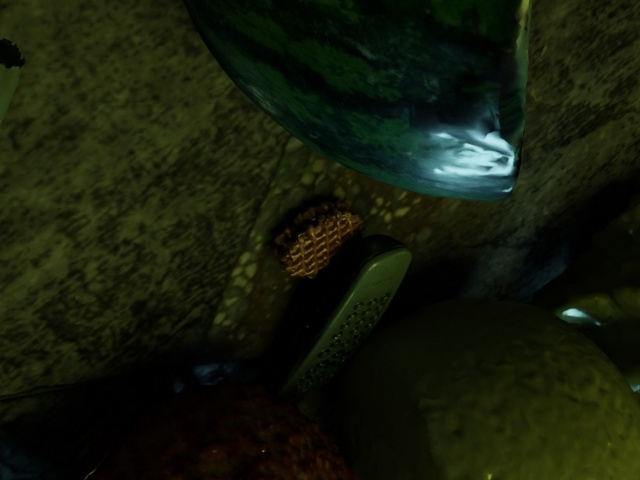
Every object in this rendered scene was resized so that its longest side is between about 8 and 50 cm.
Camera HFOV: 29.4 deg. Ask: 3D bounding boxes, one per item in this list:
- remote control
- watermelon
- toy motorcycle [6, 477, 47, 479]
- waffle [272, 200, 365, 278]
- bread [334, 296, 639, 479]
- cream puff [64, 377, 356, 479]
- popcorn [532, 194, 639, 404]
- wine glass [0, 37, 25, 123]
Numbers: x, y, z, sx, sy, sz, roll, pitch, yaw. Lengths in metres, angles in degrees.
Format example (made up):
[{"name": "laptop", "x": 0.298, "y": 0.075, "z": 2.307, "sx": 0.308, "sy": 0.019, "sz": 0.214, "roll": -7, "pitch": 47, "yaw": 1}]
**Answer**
[{"name": "remote control", "x": 0.013, "y": 0.072, "z": 1.052, "sx": 0.072, "sy": 0.042, "sz": 0.222, "roll": -15, "pitch": 150, "yaw": -37}, {"name": "watermelon", "x": 0.014, "y": -0.145, "z": 0.742, "sx": 0.222, "sy": 0.319, "sz": 0.292, "roll": 5, "pitch": 130, "yaw": 1}, {"name": "toy motorcycle", "x": -0.299, "y": 0.171, "z": 0.875, "sx": 0.157, "sy": 0.091, "sz": 0.263, "roll": -24, "pitch": 142, "yaw": -6}, {"name": "waffle", "x": 0.000, "y": 0.000, "z": 0.990, "sx": 0.075, "sy": 0.029, "sz": 0.083, "roll": -47, "pitch": 149, "yaw": 19}, {"name": "bread", "x": 0.153, "y": 0.214, "z": 1.122, "sx": 0.237, "sy": 0.320, "sz": 0.320, "roll": -7, "pitch": 136, "yaw": -24}, {"name": "cream puff", "x": -0.085, "y": 0.280, "z": 1.019, "sx": 0.350, "sy": 0.228, "sz": 0.350, "roll": -50, "pitch": 155, "yaw": -33}, {"name": "popcorn", "x": 0.364, "y": 0.089, "z": 1.225, "sx": 0.312, "sy": 0.312, "sz": 0.312, "roll": -24, "pitch": 144, "yaw": -19}, {"name": "wine glass", "x": -0.333, "y": -0.016, "z": 0.616, "sx": 0.264, "sy": 0.096, "sz": 0.309, "roll": 23, "pitch": 106, "yaw": -39}]
